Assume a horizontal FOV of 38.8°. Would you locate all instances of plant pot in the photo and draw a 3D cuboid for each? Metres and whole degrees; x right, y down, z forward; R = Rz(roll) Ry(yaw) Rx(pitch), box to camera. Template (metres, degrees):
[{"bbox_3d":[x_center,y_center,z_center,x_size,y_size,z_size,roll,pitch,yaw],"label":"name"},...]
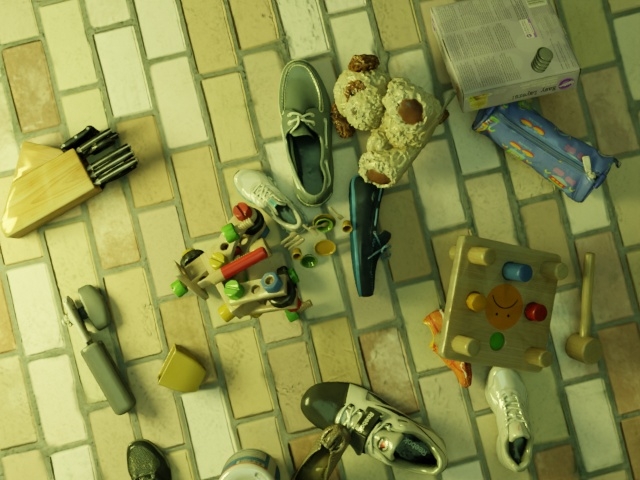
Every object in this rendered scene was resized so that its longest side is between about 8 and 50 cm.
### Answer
[{"bbox_3d":[-0.286,0.275,1.902,0.083,0.081,0.081,27,88,-10],"label":"plant pot"}]

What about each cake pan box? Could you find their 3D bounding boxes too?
[{"bbox_3d":[0.374,-0.405,1.876,0.246,0.070,0.266,-13,59,-3],"label":"cake pan box"}]

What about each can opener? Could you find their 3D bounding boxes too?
[{"bbox_3d":[-0.458,0.229,1.901,0.093,0.074,0.280,-25,89,-2],"label":"can opener"}]

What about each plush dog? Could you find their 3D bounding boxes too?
[{"bbox_3d":[0.129,-0.276,1.857,0.225,0.262,0.210,36,49,12],"label":"plush dog"}]

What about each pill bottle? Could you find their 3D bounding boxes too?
[{"bbox_3d":[-0.142,0.488,1.824,0.124,0.221,0.124,0,88,0],"label":"pill bottle"}]

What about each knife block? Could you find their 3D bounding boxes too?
[{"bbox_3d":[-0.514,-0.112,1.903,0.242,0.088,0.275,15,88,0],"label":"knife block"}]

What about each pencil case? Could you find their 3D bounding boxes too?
[{"bbox_3d":[0.467,-0.200,1.898,0.306,0.133,0.119,35,96,1],"label":"pencil case"}]

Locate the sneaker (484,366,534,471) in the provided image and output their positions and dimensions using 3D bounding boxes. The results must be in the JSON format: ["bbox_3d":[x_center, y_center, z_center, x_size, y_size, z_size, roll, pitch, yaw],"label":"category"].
[{"bbox_3d":[0.405,0.370,1.887,0.090,0.115,0.232,-12,89,-1],"label":"sneaker"}]

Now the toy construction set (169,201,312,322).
[{"bbox_3d":[-0.192,0.075,1.811,0.237,0.309,0.257,-28,81,3],"label":"toy construction set"}]

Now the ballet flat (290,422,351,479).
[{"bbox_3d":[-0.012,0.480,1.866,0.084,0.058,0.250,36,115,17],"label":"ballet flat"}]

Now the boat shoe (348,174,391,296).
[{"bbox_3d":[0.109,-0.011,1.901,0.089,0.109,0.258,-1,90,-4],"label":"boat shoe"}]

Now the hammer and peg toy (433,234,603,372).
[{"bbox_3d":[0.417,0.135,1.878,0.361,0.127,0.265,10,88,-25],"label":"hammer and peg toy"}]

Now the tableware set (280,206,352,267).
[{"bbox_3d":[0.000,0.000,1.893,0.154,0.024,0.104,-35,126,25],"label":"tableware set"}]

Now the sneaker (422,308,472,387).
[{"bbox_3d":[0.272,0.232,1.926,0.067,0.064,0.175,-26,84,19],"label":"sneaker"}]

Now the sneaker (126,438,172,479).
[{"bbox_3d":[-0.349,0.524,1.868,0.087,0.130,0.227,-13,86,-3],"label":"sneaker"}]

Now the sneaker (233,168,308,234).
[{"bbox_3d":[-0.104,-0.087,1.912,0.191,0.083,0.071,38,90,2],"label":"sneaker"}]

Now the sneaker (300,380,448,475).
[{"bbox_3d":[0.115,0.388,1.871,0.331,0.146,0.122,22,90,1],"label":"sneaker"}]

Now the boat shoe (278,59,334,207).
[{"bbox_3d":[-0.025,-0.230,1.907,0.116,0.099,0.319,-6,88,-1],"label":"boat shoe"}]
